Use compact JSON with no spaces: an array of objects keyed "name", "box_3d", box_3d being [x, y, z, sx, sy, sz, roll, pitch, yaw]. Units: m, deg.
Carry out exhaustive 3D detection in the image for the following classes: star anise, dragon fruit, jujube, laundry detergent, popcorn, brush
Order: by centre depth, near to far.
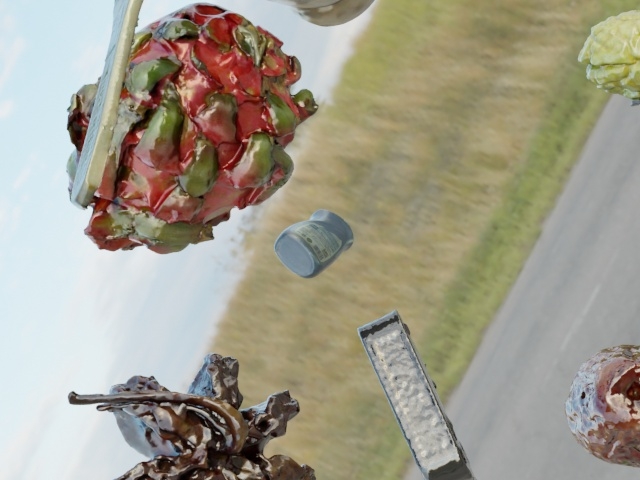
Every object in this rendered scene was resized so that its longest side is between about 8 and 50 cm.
[{"name":"brush","box_3d":[-0.175,-0.170,0.938,0.085,0.020,0.337,-41,36,48]},{"name":"star anise","box_3d":[-0.100,0.198,0.998,0.220,0.190,0.126,-12,-14,-36]},{"name":"dragon fruit","box_3d":[-0.153,-0.117,1.189,0.302,0.231,0.237,-39,14,8]},{"name":"jujube","box_3d":[0.470,0.248,1.648,0.197,0.197,0.290,-63,-17,-9]},{"name":"popcorn","box_3d":[0.507,-0.294,1.751,0.173,0.173,0.142,116,147,-67]},{"name":"laundry detergent","box_3d":[0.001,-0.001,1.898,0.061,0.096,0.206,-54,-11,28]}]

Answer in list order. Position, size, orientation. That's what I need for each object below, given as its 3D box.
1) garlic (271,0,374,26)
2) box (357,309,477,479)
[{"name":"garlic","box_3d":[-0.019,-0.340,1.137,0.203,0.281,0.185,-60,33,17]},{"name":"box","box_3d":[0.134,0.225,1.344,0.058,0.211,0.350,-26,-21,2]}]
